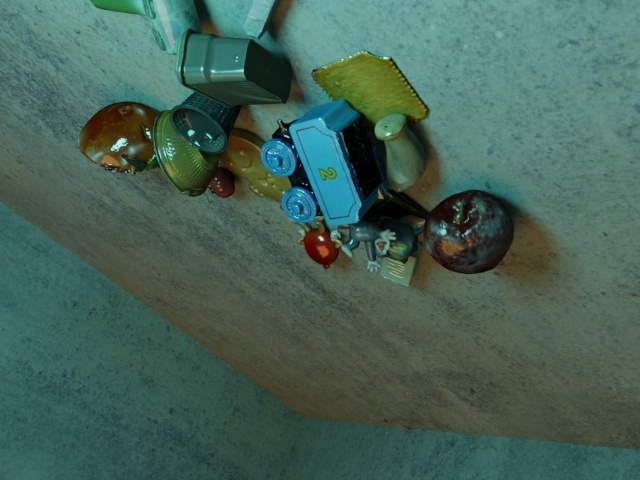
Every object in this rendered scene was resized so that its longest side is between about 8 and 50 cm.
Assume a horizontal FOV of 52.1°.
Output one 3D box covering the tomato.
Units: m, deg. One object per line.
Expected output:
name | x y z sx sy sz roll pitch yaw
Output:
tomato | -0.587 -0.343 2.023 0.309 0.309 0.170 23 121 6

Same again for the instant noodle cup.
instant noodle cup | -0.367 -0.267 1.916 0.090 0.274 0.274 -14 135 23

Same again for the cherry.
cherry | 0.396 -0.014 1.737 0.230 0.203 0.300 -31 136 11

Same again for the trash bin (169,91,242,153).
trash bin | -0.296 -0.354 1.796 0.175 0.161 0.175 22 150 13

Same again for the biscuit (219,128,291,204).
biscuit | -0.176 -0.216 2.039 0.355 0.052 0.275 36 150 -19

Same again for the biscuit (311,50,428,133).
biscuit | 0.119 -0.360 1.604 0.237 0.013 0.232 -8 136 45

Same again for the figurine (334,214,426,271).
figurine | 0.163 -0.003 1.923 0.265 0.140 0.193 20 126 10

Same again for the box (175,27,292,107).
box | -0.201 -0.411 1.577 0.178 0.138 0.274 6 179 24

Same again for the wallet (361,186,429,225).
wallet | 0.195 -0.076 1.971 0.160 0.055 0.236 30 151 -21

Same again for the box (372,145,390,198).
box | 0.085 -0.191 1.844 0.194 0.073 0.139 4 143 34

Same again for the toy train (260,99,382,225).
toy train | 0.008 -0.198 1.689 0.265 0.188 0.300 -7 117 35

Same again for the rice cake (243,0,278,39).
rice cake | -0.095 -0.558 1.392 0.056 0.073 0.365 33 151 -6

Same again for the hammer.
hammer | -0.444 -0.578 1.602 0.335 0.119 0.206 20 139 30

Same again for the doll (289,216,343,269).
doll | 0.000 0.000 2.224 0.183 0.085 0.217 -7 120 42

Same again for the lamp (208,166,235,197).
lamp | -0.327 -0.191 2.159 0.107 0.092 0.107 55 170 15

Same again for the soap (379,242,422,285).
soap | 0.259 0.064 2.131 0.114 0.063 0.198 21 150 13

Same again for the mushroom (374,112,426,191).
mushroom | 0.210 -0.223 1.666 0.108 0.096 0.247 2 148 19
